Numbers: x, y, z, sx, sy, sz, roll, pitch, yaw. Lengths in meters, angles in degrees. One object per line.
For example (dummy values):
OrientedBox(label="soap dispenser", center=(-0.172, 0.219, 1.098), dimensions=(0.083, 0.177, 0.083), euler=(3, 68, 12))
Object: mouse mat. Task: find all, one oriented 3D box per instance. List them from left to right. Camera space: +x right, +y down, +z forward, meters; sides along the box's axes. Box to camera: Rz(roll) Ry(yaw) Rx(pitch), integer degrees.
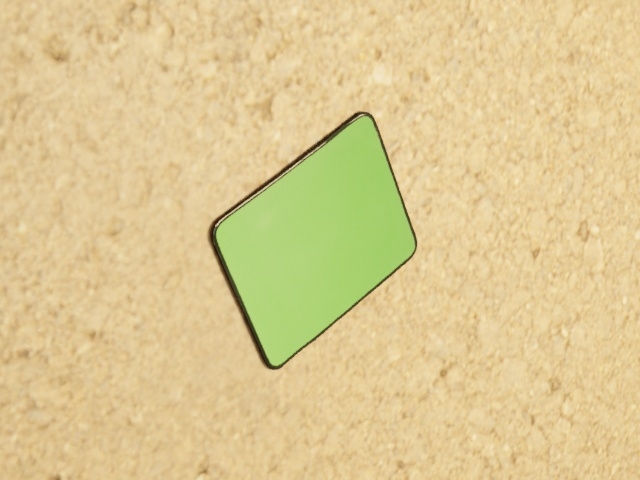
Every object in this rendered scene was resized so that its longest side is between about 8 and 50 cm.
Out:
OrientedBox(label="mouse mat", center=(0.000, 0.000, 1.215), dimensions=(0.190, 0.007, 0.152), euler=(-38, 124, -27))
